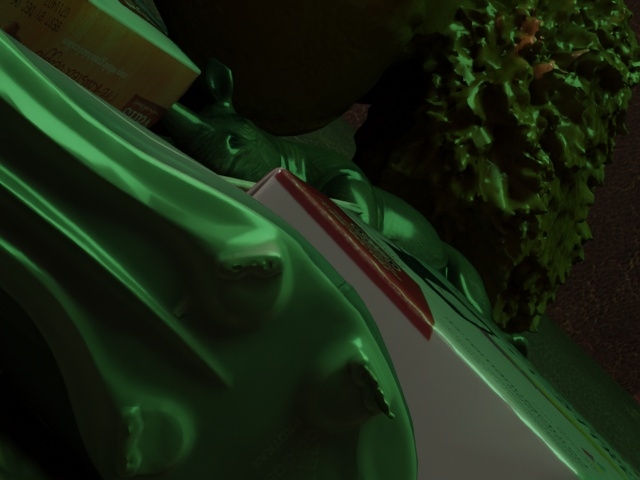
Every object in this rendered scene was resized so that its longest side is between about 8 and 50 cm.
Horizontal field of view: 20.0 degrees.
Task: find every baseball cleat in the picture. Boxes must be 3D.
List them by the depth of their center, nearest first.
[{"bbox_3d":[-0.060,-0.006,0.406,0.206,0.072,0.109,47,-2,-24],"label":"baseball cleat"}]

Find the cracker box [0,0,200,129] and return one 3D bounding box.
[{"bbox_3d":[-0.156,-0.125,0.585,0.232,0.067,0.156,47,6,15],"label":"cracker box"}]

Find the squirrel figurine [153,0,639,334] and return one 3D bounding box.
[{"bbox_3d":[0.040,-0.133,1.011,0.397,0.281,0.370,46,16,-13],"label":"squirrel figurine"}]

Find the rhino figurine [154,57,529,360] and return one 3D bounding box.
[{"bbox_3d":[0.000,0.000,0.794,0.243,0.073,0.106,39,12,-37],"label":"rhino figurine"}]

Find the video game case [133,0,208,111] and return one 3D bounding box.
[{"bbox_3d":[-0.179,-0.189,1.128,0.196,0.026,0.274,48,7,27],"label":"video game case"}]

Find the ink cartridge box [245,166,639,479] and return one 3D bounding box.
[{"bbox_3d":[0.031,0.060,0.567,0.127,0.072,0.175,46,6,21],"label":"ink cartridge box"}]

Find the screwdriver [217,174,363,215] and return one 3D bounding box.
[{"bbox_3d":[-0.050,-0.024,0.524,0.170,0.025,0.024,5,23,-37],"label":"screwdriver"}]
